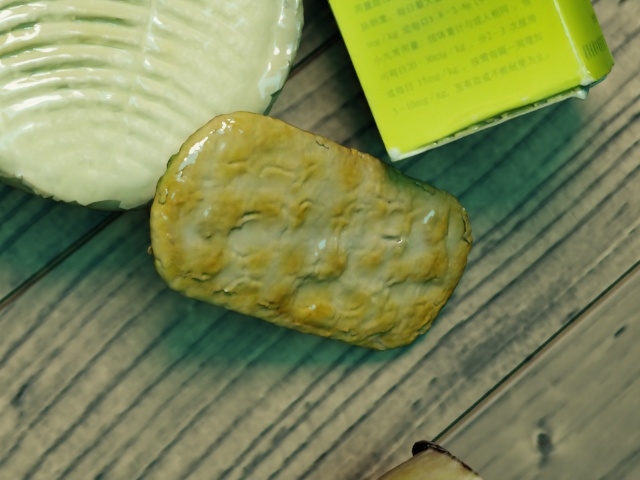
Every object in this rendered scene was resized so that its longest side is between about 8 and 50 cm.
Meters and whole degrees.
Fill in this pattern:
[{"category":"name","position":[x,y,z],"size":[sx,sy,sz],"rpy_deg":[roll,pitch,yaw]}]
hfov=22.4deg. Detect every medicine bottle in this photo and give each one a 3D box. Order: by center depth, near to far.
[{"category":"medicine bottle","position":[0.073,-0.189,0.984],"size":[0.141,0.137,0.250],"rpy_deg":[-20,95,25]}]

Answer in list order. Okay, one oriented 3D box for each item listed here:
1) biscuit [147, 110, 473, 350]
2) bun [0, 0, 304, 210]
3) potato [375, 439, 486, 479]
[{"category":"biscuit","position":[0.000,0.000,0.983],"size":[0.247,0.029,0.118],"rpy_deg":[19,104,-40]},{"category":"bun","position":[-0.137,-0.148,0.949],"size":[0.259,0.152,0.259],"rpy_deg":[-6,106,-21]},{"category":"potato","position":[0.028,0.285,0.950],"size":[0.266,0.229,0.229],"rpy_deg":[-39,96,-14]}]
